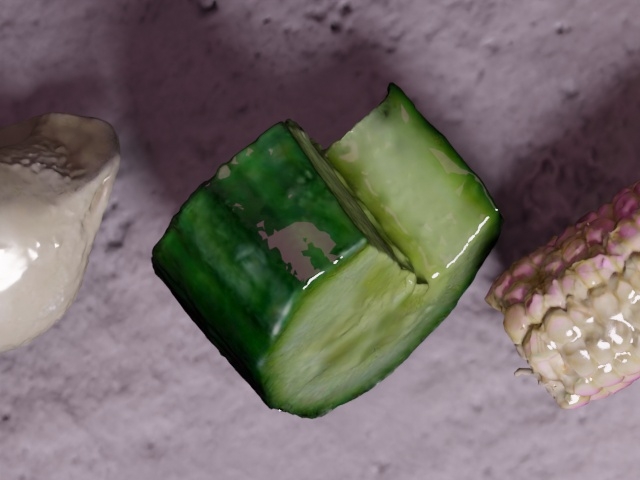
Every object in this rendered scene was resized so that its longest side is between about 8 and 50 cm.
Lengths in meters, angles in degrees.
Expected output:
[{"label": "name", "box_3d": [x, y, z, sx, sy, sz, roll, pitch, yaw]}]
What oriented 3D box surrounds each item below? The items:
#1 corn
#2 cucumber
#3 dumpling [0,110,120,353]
[{"label": "corn", "box_3d": [0.248, -0.015, 0.930, 0.335, 0.126, 0.127, -26, 73, 16]}, {"label": "cucumber", "box_3d": [-0.007, 0.008, 0.989, 0.191, 0.191, 0.130, -47, 68, 7]}, {"label": "dumpling", "box_3d": [-0.233, -0.006, 1.114, 0.166, 0.126, 0.216, 39, 106, 48]}]
